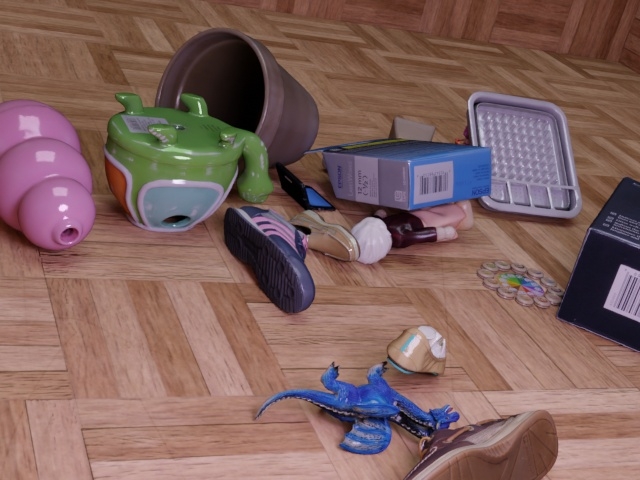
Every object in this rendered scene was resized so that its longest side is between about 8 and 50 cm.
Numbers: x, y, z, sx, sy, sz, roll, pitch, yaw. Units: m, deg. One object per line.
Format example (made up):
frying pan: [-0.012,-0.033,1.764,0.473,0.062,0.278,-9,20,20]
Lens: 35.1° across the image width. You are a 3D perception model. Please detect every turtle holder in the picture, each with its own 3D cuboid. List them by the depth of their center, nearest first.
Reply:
turtle holder: [-0.265,-0.147,1.947,0.243,0.227,0.320,28,27,29]

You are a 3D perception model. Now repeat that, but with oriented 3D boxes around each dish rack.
dish rack: [0.490,-0.200,2.502,0.285,0.072,0.333,6,64,-17]

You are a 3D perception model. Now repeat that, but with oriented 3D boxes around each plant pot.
plant pot: [-0.158,-0.278,2.245,0.323,0.323,0.280,33,13,34]
plant pot: [0.223,-0.231,2.548,0.109,0.109,0.096,13,37,-3]

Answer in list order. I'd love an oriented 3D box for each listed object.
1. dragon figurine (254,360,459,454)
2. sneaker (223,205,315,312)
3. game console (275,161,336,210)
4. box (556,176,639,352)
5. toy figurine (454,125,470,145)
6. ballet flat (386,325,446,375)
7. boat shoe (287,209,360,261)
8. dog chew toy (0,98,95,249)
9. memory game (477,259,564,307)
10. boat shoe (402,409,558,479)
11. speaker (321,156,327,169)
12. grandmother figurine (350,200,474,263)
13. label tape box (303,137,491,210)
dragon figurine: [0.062,0.250,1.464,0.289,0.085,0.144,3,27,-27]
sneaker: [-0.062,0.021,1.842,0.131,0.112,0.319,-4,32,-29]
game console: [-0.032,-0.118,2.205,0.071,0.107,0.122,-29,41,-17]
box: [0.689,0.059,2.060,0.293,0.212,0.395,23,27,19]
toy figurine: [0.383,-0.254,2.608,0.130,0.159,0.173,30,29,30]
ballet flat: [0.167,0.173,1.600,0.080,0.073,0.232,35,5,16]
boat shoe: [0.000,0.000,1.993,0.072,0.068,0.190,-19,30,-32]
dog chew toy: [-0.498,-0.105,1.784,0.206,0.207,0.332,-4,39,-35]
memory game: [0.413,0.087,2.084,0.186,0.012,0.186,13,25,-6]
boat shoe: [0.192,0.318,1.391,0.123,0.123,0.342,-3,13,44]
speaker: [0.068,-0.167,2.376,0.136,0.055,0.055,32,30,33]
grandmother figurine: [0.184,-0.022,2.099,0.208,0.104,0.342,0,12,44]
label tape box: [0.165,-0.153,2.223,0.249,0.115,0.347,-12,14,-37]
